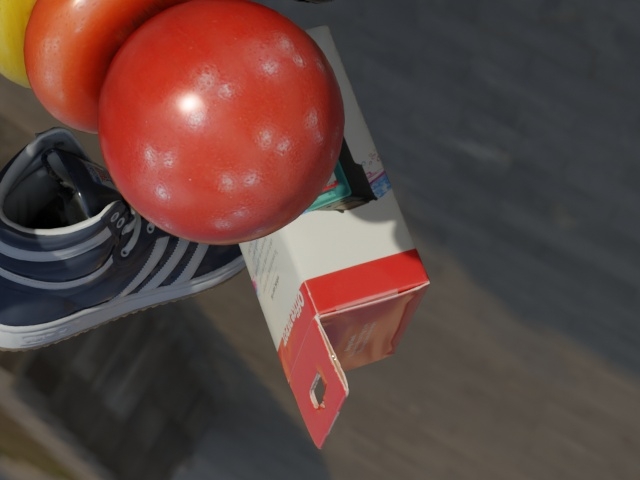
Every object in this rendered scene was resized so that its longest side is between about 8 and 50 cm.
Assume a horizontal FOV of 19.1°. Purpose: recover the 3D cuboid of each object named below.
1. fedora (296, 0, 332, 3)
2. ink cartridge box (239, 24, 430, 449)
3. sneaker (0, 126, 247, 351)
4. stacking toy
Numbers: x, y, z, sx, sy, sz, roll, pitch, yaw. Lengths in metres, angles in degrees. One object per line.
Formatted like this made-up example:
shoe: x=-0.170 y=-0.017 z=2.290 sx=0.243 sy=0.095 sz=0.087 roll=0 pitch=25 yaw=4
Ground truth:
fedora: x=-0.041 y=-0.297 z=1.130 sx=0.334 sy=0.152 sz=0.334 roll=46 pitch=-160 yaw=-23
ink cartridge box: x=0.000 y=0.000 z=1.196 sx=0.134 sy=0.078 sz=0.231 roll=109 pitch=142 yaw=-67
sneaker: x=-0.134 y=-0.027 z=1.423 sx=0.099 sy=0.282 sz=0.153 roll=48 pitch=147 yaw=27
stacking toy: x=-0.104 y=-0.119 z=0.752 sx=0.330 sy=0.141 sz=0.141 roll=44 pitch=173 yaw=31
